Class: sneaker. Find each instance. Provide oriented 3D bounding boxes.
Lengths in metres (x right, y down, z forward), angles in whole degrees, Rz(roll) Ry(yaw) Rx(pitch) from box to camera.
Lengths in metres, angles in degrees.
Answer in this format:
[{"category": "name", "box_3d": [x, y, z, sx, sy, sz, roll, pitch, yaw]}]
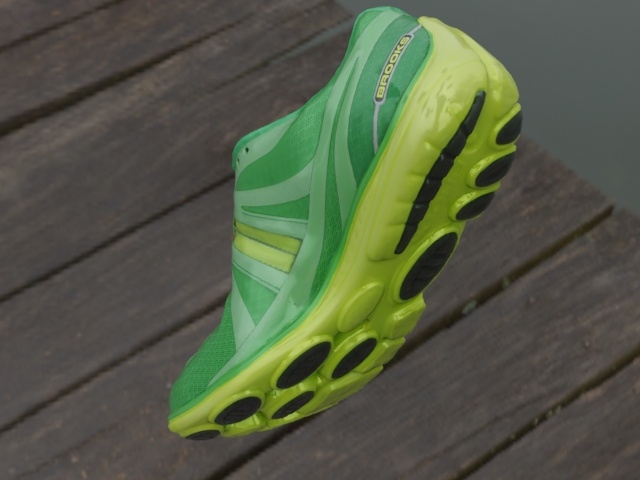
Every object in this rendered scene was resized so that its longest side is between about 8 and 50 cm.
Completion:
[{"category": "sneaker", "box_3d": [0.000, 0.000, 0.654, 0.109, 0.295, 0.123, 6, 37, -45]}]
